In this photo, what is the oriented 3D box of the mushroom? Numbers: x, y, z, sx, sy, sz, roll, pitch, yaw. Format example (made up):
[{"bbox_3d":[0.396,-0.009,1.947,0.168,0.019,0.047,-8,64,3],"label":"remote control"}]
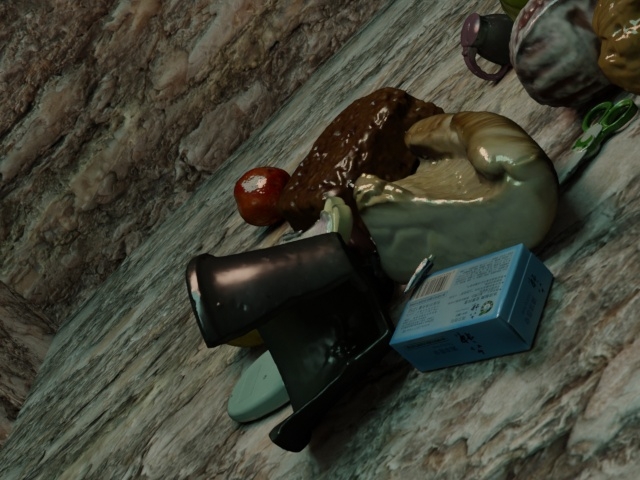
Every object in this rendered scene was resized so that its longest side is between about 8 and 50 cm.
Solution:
[{"bbox_3d":[0.278,-0.097,1.410,0.397,0.224,0.314,-9,28,52],"label":"mushroom"}]

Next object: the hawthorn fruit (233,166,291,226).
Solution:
[{"bbox_3d":[-0.146,-0.133,2.407,0.201,0.179,0.179,-7,41,32],"label":"hawthorn fruit"}]

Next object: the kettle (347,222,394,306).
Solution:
[{"bbox_3d":[0.049,0.079,1.624,0.202,0.144,0.232,-64,21,11],"label":"kettle"}]

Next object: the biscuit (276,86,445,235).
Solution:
[{"bbox_3d":[0.082,-0.182,2.001,0.395,0.166,0.343,-55,18,-16],"label":"biscuit"}]

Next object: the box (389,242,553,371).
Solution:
[{"bbox_3d":[0.227,0.107,1.259,0.232,0.083,0.142,-23,30,48],"label":"box"}]

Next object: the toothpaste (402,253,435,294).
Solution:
[{"bbox_3d":[0.161,0.057,1.348,0.083,0.019,0.027,-52,-5,-6],"label":"toothpaste"}]

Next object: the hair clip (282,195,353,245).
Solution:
[{"bbox_3d":[0.002,0.003,1.542,0.218,0.071,0.158,-37,52,57],"label":"hair clip"}]

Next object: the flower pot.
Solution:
[{"bbox_3d":[-0.027,0.131,1.400,0.251,0.379,0.379,-31,21,6],"label":"flower pot"}]

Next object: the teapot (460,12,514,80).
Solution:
[{"bbox_3d":[0.387,-0.454,1.891,0.116,0.146,0.148,-106,33,-49],"label":"teapot"}]

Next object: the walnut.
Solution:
[{"bbox_3d":[0.547,-0.333,1.241,0.257,0.257,0.224,-24,62,50],"label":"walnut"}]

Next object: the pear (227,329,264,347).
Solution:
[{"bbox_3d":[-0.167,0.142,1.863,0.209,0.209,0.208,-41,20,19],"label":"pear"}]

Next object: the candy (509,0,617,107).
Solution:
[{"bbox_3d":[0.469,-0.364,1.450,0.289,0.214,0.157,-39,24,30],"label":"candy"}]

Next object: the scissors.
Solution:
[{"bbox_3d":[0.447,-0.158,1.383,0.204,0.027,0.101,-51,18,-13],"label":"scissors"}]

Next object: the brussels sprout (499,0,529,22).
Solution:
[{"bbox_3d":[0.507,-0.526,1.619,0.315,0.275,0.371,-36,22,-8],"label":"brussels sprout"}]

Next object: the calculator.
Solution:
[{"bbox_3d":[-0.090,0.272,1.673,0.295,0.042,0.184,-36,23,34],"label":"calculator"}]
